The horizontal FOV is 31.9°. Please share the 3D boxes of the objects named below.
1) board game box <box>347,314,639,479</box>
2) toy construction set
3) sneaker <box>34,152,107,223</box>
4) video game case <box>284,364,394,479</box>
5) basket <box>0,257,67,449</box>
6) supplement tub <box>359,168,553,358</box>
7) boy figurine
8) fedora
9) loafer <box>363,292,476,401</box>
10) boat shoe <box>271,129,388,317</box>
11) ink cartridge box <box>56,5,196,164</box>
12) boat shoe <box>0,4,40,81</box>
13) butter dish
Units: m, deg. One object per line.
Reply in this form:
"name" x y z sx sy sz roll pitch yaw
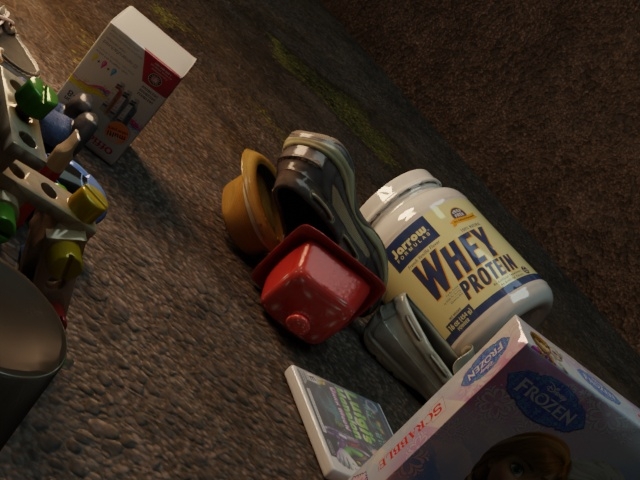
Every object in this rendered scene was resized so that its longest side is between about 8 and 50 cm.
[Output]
"board game box" 0.236 0.291 1.307 0.318 0.318 0.066 35 19 -19
"toy construction set" -0.298 -0.058 1.121 0.257 0.237 0.309 38 18 -14
"sneaker" -0.362 -0.080 1.310 0.232 0.081 0.090 33 21 -5
"video game case" 0.044 0.258 1.462 0.173 0.022 0.190 29 22 -36
"basket" -0.286 0.121 0.749 0.154 0.227 0.204 35 20 -22
"supplement tub" 0.218 0.057 1.945 0.325 0.235 0.235 49 19 22
"boy figurine" -0.430 -0.212 1.445 0.285 0.092 0.177 33 22 -36
"fedora" -0.099 -0.041 1.716 0.194 0.079 0.194 57 21 -36
"loafer" 0.210 0.215 1.761 0.319 0.111 0.112 42 18 -2
"boat shoe" 0.000 0.000 1.680 0.132 0.130 0.355 8 -41 33
"ink cartridge box" -0.291 -0.225 1.627 0.128 0.176 0.127 38 21 -11
"boat shoe" -0.510 -0.341 1.560 0.335 0.095 0.112 42 18 0
"butter dish" -0.016 0.086 1.578 0.160 0.160 0.118 38 41 -12
